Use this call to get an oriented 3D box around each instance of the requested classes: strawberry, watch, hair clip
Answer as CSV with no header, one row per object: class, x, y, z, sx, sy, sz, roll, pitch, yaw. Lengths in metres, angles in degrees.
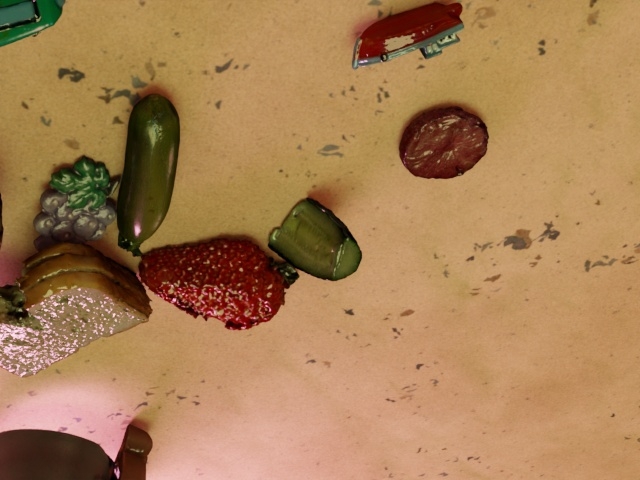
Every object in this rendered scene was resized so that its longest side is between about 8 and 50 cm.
strawberry,-0.167,0.088,1.775,0.286,0.106,0.188,4,134,-18
watch,-0.531,0.522,2.059,0.326,0.314,0.335,14,143,-11
hair clip,-0.383,-0.051,1.624,0.124,0.052,0.195,5,127,-33

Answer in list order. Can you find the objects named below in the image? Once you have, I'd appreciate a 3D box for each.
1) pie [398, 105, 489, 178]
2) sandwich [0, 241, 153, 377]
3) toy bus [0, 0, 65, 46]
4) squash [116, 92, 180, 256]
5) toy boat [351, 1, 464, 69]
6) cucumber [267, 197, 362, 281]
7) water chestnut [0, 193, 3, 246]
pie,0.198,-0.153,1.659,0.154,0.036,0.154,-7,138,-7
sandwich,-0.445,0.112,1.688,0.273,0.095,0.249,-26,154,10
toy bus,-0.398,-0.386,1.145,0.199,0.184,0.344,-10,139,-9
squash,-0.267,-0.085,1.581,0.087,0.087,0.332,4,137,-18
toy boat,0.123,-0.286,1.472,0.172,0.069,0.059,-19,130,0
cucumber,0.000,0.000,1.707,0.085,0.193,0.115,18,100,-32
water chestnut,-0.595,-0.017,1.455,0.244,0.289,0.289,0,148,35
